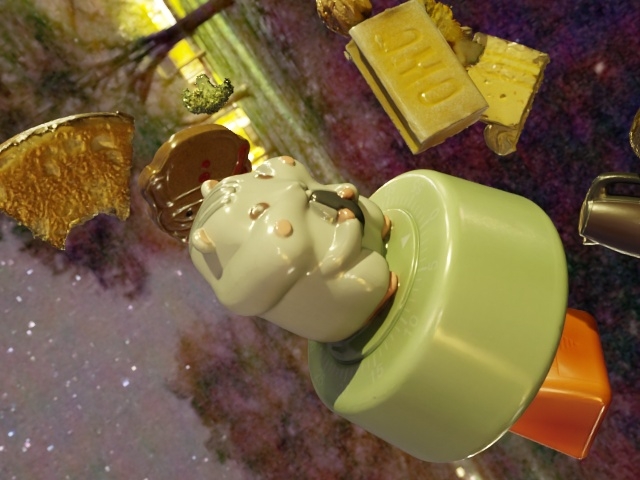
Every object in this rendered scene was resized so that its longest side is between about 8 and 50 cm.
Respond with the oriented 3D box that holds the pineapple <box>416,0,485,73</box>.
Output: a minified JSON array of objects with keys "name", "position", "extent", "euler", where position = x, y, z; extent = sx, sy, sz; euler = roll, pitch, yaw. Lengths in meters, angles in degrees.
[{"name":"pineapple","position":[0.266,-0.428,1.519],"extent":[0.140,0.164,0.250],"euler":[11,127,60]}]

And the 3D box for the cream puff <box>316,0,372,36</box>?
[{"name":"cream puff","position":[0.045,-0.484,1.396],"extent":[0.119,0.104,0.133],"euler":[37,-153,-28]}]

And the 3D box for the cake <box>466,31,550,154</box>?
[{"name":"cake","position":[0.498,-0.409,1.944],"extent":[0.227,0.286,0.222],"euler":[24,-172,17]}]

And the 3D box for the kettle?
[{"name":"kettle","position":[0.727,-0.053,1.571],"extent":[0.144,0.232,0.202],"euler":[-57,-23,-50]}]

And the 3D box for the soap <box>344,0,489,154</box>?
[{"name":"soap","position":[0.188,-0.326,1.350],"extent":[0.274,0.173,0.089],"euler":[59,167,11]}]

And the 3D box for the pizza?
[{"name":"pizza","position":[-0.473,-0.111,1.263],"extent":[0.089,0.323,0.223],"euler":[21,134,55]}]

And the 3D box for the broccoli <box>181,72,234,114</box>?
[{"name":"broccoli","position":[-0.241,-0.316,1.455],"extent":[0.097,0.095,0.092],"euler":[-9,104,52]}]

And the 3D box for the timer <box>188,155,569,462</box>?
[{"name":"timer","position":[0.025,0.031,0.660],"extent":[0.315,0.291,0.291],"euler":[24,-168,-22]}]

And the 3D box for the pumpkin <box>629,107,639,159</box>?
[{"name":"pumpkin","position":[0.795,-0.228,1.431],"extent":[0.232,0.242,0.325],"euler":[42,-144,-15]}]

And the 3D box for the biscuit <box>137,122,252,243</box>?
[{"name":"biscuit","position":[-0.334,-0.147,1.855],"extent":[0.074,0.359,0.381],"euler":[40,137,31]}]

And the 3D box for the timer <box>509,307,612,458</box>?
[{"name":"timer","position":[0.387,0.236,1.266],"extent":[0.257,0.250,0.161],"euler":[-73,-7,-52]}]
